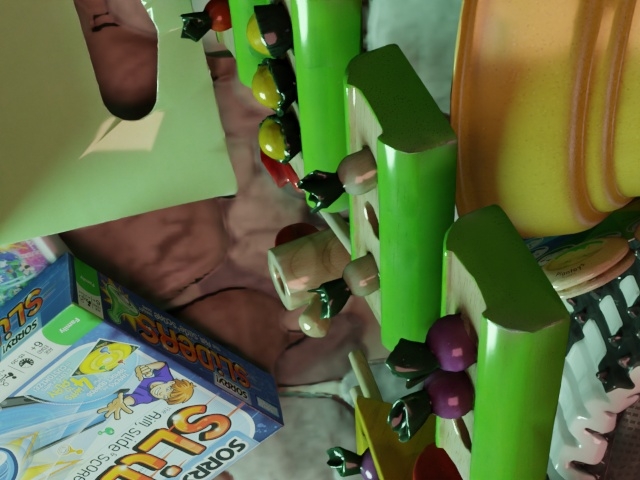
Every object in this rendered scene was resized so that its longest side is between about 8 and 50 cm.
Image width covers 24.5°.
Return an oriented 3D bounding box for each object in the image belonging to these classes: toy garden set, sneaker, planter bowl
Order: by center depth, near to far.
[{"bbox_3d":[0.125,-0.088,0.482,0.090,0.217,0.217,18,130,22],"label":"planter bowl"},{"bbox_3d":[0.000,0.000,0.523,0.049,0.244,0.204,-20,144,-12],"label":"toy garden set"},{"bbox_3d":[0.164,0.073,0.708,0.106,0.078,0.234,7,129,-17],"label":"sneaker"}]

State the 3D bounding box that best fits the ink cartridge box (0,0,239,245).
[{"bbox_3d":[-0.161,-0.048,0.562,0.235,0.056,0.171,-11,126,1],"label":"ink cartridge box"}]

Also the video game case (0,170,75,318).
[{"bbox_3d":[-0.203,-0.009,0.628,0.143,0.019,0.157,-25,125,10],"label":"video game case"}]

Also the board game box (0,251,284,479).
[{"bbox_3d":[-0.136,0.103,0.698,0.201,0.035,0.136,-39,130,21],"label":"board game box"}]

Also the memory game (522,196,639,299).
[{"bbox_3d":[0.113,-0.015,0.577,0.186,0.186,0.012,-25,99,11],"label":"memory game"}]
